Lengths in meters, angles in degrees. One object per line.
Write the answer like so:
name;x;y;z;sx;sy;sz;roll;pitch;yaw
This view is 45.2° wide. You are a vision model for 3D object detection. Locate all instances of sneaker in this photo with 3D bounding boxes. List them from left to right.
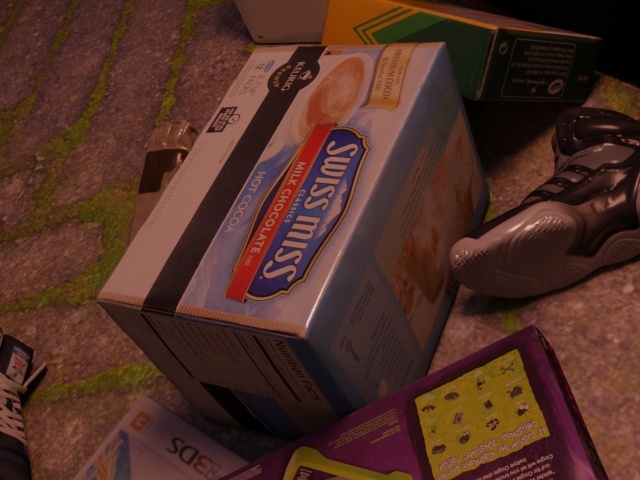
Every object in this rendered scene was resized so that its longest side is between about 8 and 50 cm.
sneaker;-0.369;0.198;0.884;0.282;0.099;0.153;20;64;43
sneaker;0.245;-0.044;0.781;0.268;0.101;0.153;-20;43;2

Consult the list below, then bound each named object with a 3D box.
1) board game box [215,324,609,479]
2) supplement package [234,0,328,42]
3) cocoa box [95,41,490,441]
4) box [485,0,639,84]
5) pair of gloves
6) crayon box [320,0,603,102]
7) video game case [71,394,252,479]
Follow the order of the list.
board game box;0.041;0.224;0.567;0.346;0.056;0.208;-30;35;19
supplement package;-0.047;-0.458;1.201;0.204;0.262;0.145;9;56;34
cocoa box;0.000;0.000;0.769;0.227;0.231;0.347;6;54;31
box;0.394;-0.516;0.953;0.471;0.297;0.480;-39;52;-8
pair of gloves;-0.162;-0.070;1.006;0.240;0.042;0.204;-8;70;39
crayon box;0.149;-0.249;0.956;0.203;0.083;0.323;-7;28;-38
video game case;-0.175;0.331;0.699;0.299;0.036;0.329;19;61;39
